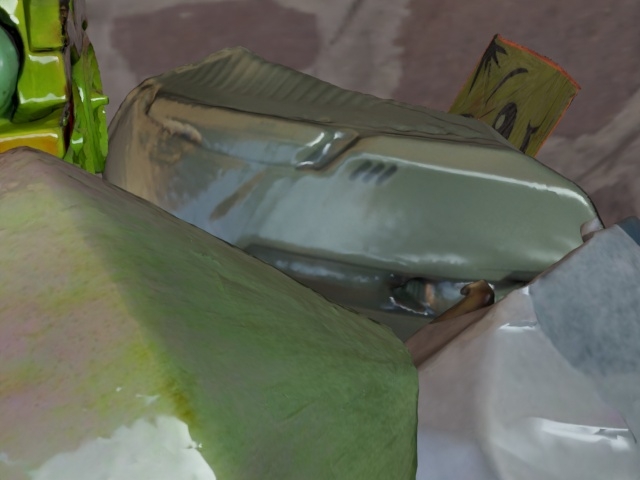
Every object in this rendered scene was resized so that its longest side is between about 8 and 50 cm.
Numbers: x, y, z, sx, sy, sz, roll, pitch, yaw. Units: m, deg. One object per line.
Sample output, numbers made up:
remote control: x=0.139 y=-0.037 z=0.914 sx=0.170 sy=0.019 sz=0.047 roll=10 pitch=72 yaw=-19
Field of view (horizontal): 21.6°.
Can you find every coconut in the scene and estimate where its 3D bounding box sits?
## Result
coconut: x=-0.077 y=0.083 z=0.491 sx=0.235 sy=0.236 sz=0.205 roll=9 pitch=142 yaw=22

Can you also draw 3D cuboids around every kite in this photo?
kite: x=0.141 y=-0.070 z=1.551 sx=0.013 sy=0.377 sz=0.328 roll=35 pitch=146 yaw=25

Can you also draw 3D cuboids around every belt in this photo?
belt: x=0.072 y=0.156 z=0.884 sx=0.173 sy=0.300 sz=0.436 roll=49 pitch=152 yaw=13

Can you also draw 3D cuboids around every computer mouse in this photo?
computer mouse: x=0.001 y=0.002 z=1.226 sx=0.428 sy=0.145 sz=0.228 roll=16 pitch=119 yaw=23

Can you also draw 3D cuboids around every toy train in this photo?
toy train: x=-0.162 y=-0.076 z=0.830 sx=0.100 sy=0.296 sz=0.161 roll=-8 pitch=108 yaw=-3
